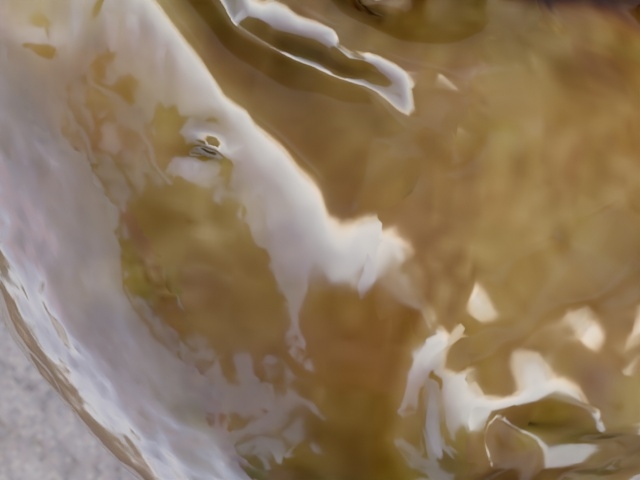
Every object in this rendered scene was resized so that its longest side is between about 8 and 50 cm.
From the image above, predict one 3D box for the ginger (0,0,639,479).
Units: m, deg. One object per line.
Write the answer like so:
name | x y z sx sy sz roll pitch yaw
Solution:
ginger | -0.002 0.001 0.488 0.200 0.269 0.223 142 127 -69
